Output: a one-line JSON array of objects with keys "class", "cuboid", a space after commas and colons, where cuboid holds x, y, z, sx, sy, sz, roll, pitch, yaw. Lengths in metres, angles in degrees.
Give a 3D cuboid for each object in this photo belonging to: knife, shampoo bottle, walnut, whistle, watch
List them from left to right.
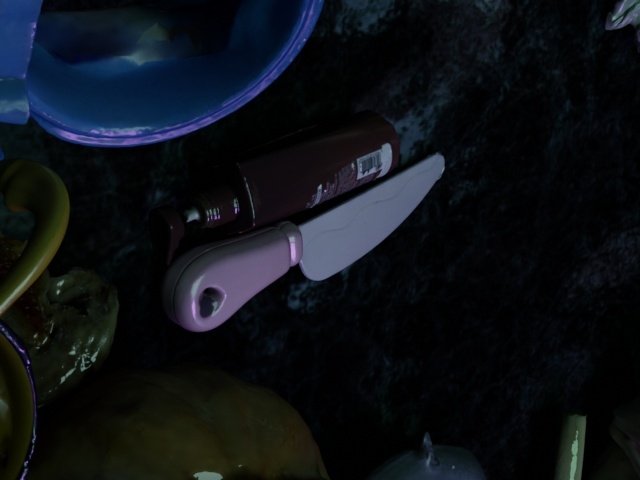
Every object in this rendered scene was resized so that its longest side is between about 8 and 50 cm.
[{"class": "watch", "cuboid": [-0.146, -0.157, 1.093, 0.274, 0.241, 0.305, -9, 143, -22]}, {"class": "walnut", "cuboid": [-0.128, 0.263, 1.228, 0.306, 0.306, 0.344, -18, 153, -37]}, {"class": "shampoo bottle", "cuboid": [-0.040, -0.047, 1.371, 0.236, 0.067, 0.068, -22, 109, -34]}, {"class": "knife", "cuboid": [0.000, 0.003, 1.443, 0.336, 0.043, 0.081, -23, 125, -37]}, {"class": "whistle", "cuboid": [0.236, 0.331, 1.736, 0.141, 0.141, 0.294, -10, 93, -39]}]

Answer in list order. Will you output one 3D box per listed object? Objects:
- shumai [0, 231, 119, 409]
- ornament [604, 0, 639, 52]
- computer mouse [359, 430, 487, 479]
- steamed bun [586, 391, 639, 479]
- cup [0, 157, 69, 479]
[{"class": "shumai", "cuboid": [-0.228, 0.071, 1.213, 0.105, 0.123, 0.139, 29, 98, -33]}, {"class": "ornament", "cuboid": [0.315, -0.230, 1.639, 0.092, 0.041, 0.068, 38, 73, -33]}, {"class": "computer mouse", "cuboid": [0.083, 0.360, 1.589, 0.188, 0.122, 0.371, -10, 103, -47]}, {"class": "steamed bun", "cuboid": [0.360, 0.265, 1.767, 0.144, 0.211, 0.218, -14, 147, -9]}, {"class": "cup", "cuboid": [-0.282, 0.064, 1.054, 0.255, 0.256, 0.178, -23, 121, -31]}]
